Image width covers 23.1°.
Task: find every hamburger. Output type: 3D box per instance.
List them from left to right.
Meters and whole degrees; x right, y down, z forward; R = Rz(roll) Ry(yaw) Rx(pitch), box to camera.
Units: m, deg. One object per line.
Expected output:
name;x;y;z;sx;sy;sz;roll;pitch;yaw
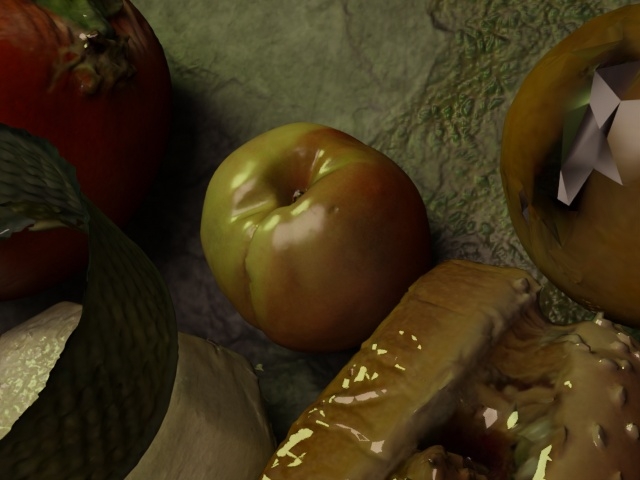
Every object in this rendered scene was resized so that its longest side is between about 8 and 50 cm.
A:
hamburger;0.071;0.254;0.992;0.268;0.287;0.446;24;103;24

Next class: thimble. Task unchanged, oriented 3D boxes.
thimble;-0.238;0.065;1.053;0.270;0.150;0.271;-10;61;18

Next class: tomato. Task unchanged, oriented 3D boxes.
tomato;-0.285;-0.100;1.304;0.321;0.321;0.322;-8;69;22

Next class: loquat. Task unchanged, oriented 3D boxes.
loquat;0.239;-0.050;1.087;0.235;0.235;0.235;-8;69;22

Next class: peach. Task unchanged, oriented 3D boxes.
peach;0.000;0.000;1.213;0.184;0.184;0.184;-8;69;22

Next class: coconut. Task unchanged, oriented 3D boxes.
coconut;-0.164;0.184;1.190;0.244;0.245;0.247;13;78;28
